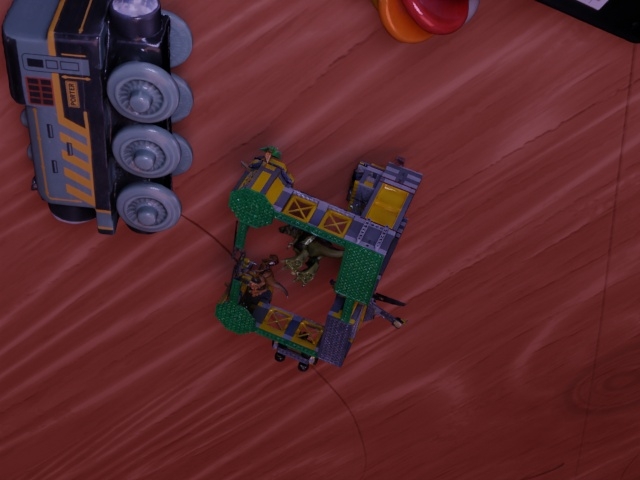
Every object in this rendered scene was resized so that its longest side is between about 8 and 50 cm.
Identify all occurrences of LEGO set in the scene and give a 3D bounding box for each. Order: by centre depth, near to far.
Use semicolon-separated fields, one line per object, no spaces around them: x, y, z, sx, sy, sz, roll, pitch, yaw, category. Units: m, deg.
0.000;0.000;1.325;0.255;0.192;0.331;16;136;14;LEGO set

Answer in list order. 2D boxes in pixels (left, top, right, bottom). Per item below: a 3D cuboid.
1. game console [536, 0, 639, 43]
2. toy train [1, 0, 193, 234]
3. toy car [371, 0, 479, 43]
0.337;-0.362;0.963;0.387;0.060;0.342;6;137;-45;game console
-0.245;-0.138;1.120;0.190;0.142;0.334;7;138;-2;toy train
0.123;-0.284;1.027;0.159;0.136;0.182;16;131;-27;toy car
